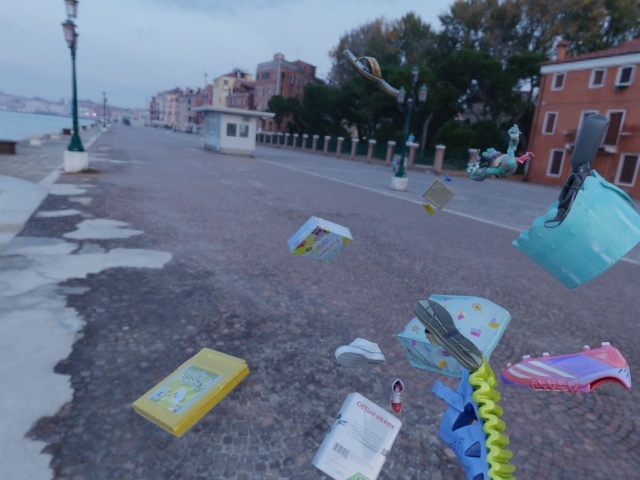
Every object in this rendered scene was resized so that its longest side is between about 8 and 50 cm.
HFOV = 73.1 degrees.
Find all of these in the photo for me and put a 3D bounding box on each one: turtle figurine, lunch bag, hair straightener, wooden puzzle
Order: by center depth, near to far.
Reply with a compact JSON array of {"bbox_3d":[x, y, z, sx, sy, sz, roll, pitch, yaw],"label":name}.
[{"bbox_3d":[0.489,-0.130,0.836,0.047,0.231,0.089,26,17,23],"label":"hair straightener"},{"bbox_3d":[0.338,-0.132,1.238,0.078,0.116,0.014,42,26,-8],"label":"wooden puzzle"},{"bbox_3d":[0.517,-0.233,1.265,0.175,0.118,0.234,-36,-1,4],"label":"turtle figurine"},{"bbox_3d":[0.402,0.280,1.270,0.262,0.160,0.223,-1,33,50],"label":"lunch bag"}]

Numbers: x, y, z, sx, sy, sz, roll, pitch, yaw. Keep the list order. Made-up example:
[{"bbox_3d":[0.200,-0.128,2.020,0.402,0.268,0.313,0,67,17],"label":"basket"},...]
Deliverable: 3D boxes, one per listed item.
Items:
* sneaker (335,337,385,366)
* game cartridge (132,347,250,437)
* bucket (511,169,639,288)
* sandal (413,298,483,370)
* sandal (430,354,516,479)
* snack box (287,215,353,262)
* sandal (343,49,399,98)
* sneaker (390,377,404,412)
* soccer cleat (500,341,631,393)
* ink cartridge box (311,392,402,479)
[{"bbox_3d":[0.136,0.411,1.600,0.258,0.094,0.091,26,30,-45],"label":"sneaker"},{"bbox_3d":[-0.438,0.501,1.484,0.285,0.053,0.323,1,29,42],"label":"game cartridge"},{"bbox_3d":[0.659,-0.023,1.103,0.183,0.281,0.281,47,27,14],"label":"bucket"},{"bbox_3d":[0.238,0.185,0.838,0.072,0.049,0.180,-6,41,-31],"label":"sandal"},{"bbox_3d":[0.310,0.401,0.890,0.138,0.126,0.317,-20,43,26],"label":"sandal"},{"bbox_3d":[0.000,0.000,1.762,0.207,0.174,0.070,16,41,-41],"label":"snack box"},{"bbox_3d":[0.164,-0.516,1.318,0.219,0.060,0.090,32,29,-15],"label":"sandal"},{"bbox_3d":[0.267,0.539,1.504,0.042,0.119,0.067,1,-20,4],"label":"sneaker"},{"bbox_3d":[0.512,0.289,0.919,0.248,0.095,0.083,-24,-40,29],"label":"soccer cleat"},{"bbox_3d":[0.102,0.561,1.197,0.160,0.219,0.092,33,-23,2],"label":"ink cartridge box"}]
